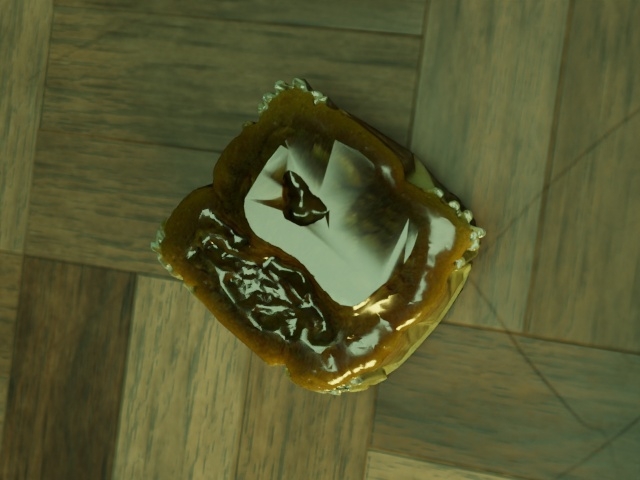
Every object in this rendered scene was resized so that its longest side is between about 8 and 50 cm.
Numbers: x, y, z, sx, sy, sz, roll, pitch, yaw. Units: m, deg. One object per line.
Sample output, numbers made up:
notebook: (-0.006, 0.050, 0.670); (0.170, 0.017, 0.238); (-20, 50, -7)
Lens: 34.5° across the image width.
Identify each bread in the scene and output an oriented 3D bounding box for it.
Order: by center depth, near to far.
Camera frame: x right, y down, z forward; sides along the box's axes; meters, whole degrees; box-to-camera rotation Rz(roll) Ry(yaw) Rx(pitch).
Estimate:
bread: (0.001, 0.001, 0.787); (0.210, 0.110, 0.192); (42, 100, 11)
